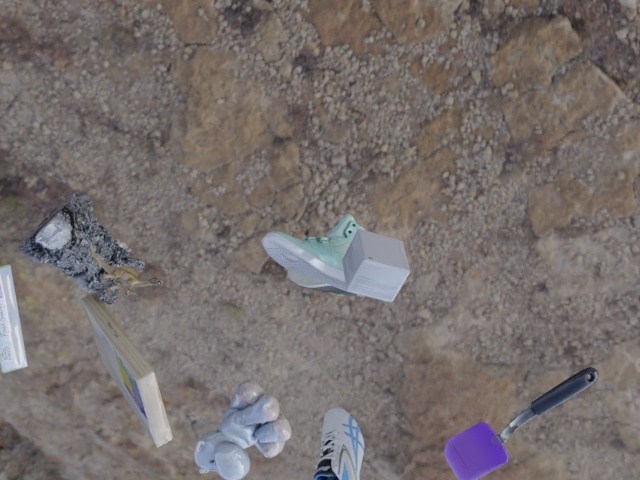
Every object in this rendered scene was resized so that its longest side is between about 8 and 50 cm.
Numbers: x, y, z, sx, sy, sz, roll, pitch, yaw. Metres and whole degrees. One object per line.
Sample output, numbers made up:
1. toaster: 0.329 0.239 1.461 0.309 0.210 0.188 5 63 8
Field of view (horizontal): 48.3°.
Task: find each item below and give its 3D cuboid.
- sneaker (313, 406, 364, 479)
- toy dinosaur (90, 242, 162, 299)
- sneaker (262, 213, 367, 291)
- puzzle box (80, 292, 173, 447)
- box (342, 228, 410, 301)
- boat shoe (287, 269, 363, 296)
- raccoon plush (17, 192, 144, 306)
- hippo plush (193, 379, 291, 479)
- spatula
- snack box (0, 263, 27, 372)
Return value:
1. sneaker: 0.028 0.397 1.281 0.085 0.237 0.086 -34 126 26
2. toy dinosaur: -0.445 0.081 1.571 0.183 0.092 0.053 25 127 0
3. sneaker: 0.000 0.000 1.528 0.256 0.151 0.094 25 157 -24
4. puzzle box: -0.545 0.357 2.001 0.409 0.052 0.272 39 144 42
5. box: 0.107 0.049 1.396 0.102 0.101 0.087 14 125 -15
6. boat shoe: 0.040 0.089 1.815 0.305 0.109 0.091 0 150 46
7. raccoon plush: -0.619 0.064 1.876 0.216 0.446 0.299 -43 108 3
8. hippo plush: -0.256 0.548 2.049 0.294 0.237 0.234 23 128 28
9. spatula: 0.343 0.299 1.200 0.297 0.030 0.084 -33 91 -6
10. snack box: -0.447 0.105 0.981 0.100 0.037 0.141 -2 97 50
